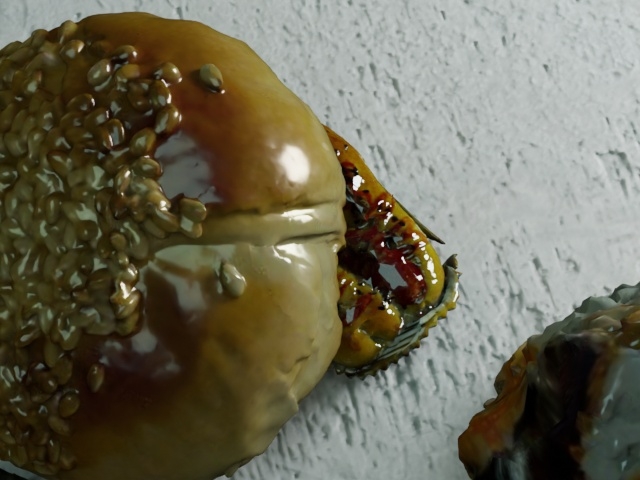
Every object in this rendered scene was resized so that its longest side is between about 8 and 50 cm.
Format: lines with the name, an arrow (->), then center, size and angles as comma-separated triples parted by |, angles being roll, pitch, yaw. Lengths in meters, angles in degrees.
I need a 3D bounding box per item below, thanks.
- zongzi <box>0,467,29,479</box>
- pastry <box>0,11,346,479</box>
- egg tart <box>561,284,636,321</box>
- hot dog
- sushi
zongzi -> -0.314, 0.287, 1.296 | 0.242, 0.112, 0.221 | 19, 72, 13
pastry -> -0.171, 0.009, 1.271 | 0.409, 0.245, 0.409 | -5, 80, 30
egg tart -> 0.282, 0.145, 1.280 | 0.234, 0.094, 0.234 | -2, 73, 6
hot dog -> 0.000, 0.000, 1.377 | 0.162, 0.082, 0.270 | -43, 71, -7
sushi -> 0.310, 0.195, 1.124 | 0.417, 0.176, 0.417 | 4, 108, 12
